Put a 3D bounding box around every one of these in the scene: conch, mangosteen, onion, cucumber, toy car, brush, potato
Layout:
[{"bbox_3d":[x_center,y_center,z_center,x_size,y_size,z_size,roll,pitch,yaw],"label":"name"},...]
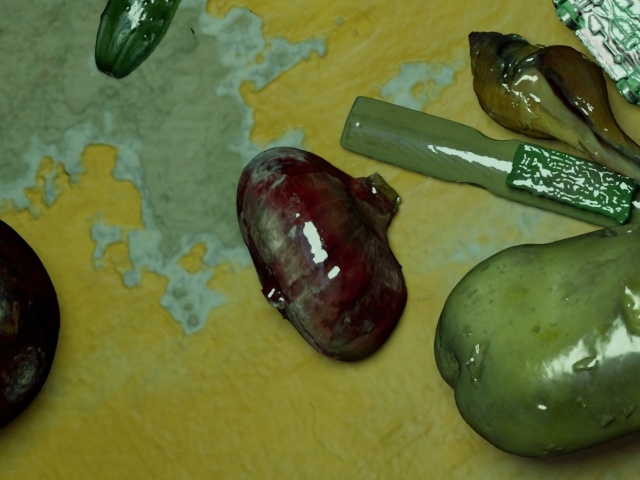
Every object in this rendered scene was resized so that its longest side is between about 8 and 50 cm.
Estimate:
[{"bbox_3d":[0.203,-0.124,1.231,0.232,0.080,0.086,24,133,45],"label":"conch"},{"bbox_3d":[-0.361,0.069,1.279,0.235,0.261,0.236,-2,83,17],"label":"mangosteen"},{"bbox_3d":[0.000,0.000,1.278,0.151,0.098,0.206,-40,75,9],"label":"onion"},{"bbox_3d":[-0.183,-0.208,1.382,0.067,0.035,0.107,27,93,14],"label":"cucumber"},{"bbox_3d":[0.261,-0.181,1.252,0.069,0.055,0.142,-39,86,16],"label":"toy car"},{"bbox_3d":[0.151,-0.069,1.275,0.282,0.048,0.054,18,86,17],"label":"brush"},{"bbox_3d":[0.233,0.073,1.179,0.296,0.141,0.192,-23,43,21],"label":"potato"}]
